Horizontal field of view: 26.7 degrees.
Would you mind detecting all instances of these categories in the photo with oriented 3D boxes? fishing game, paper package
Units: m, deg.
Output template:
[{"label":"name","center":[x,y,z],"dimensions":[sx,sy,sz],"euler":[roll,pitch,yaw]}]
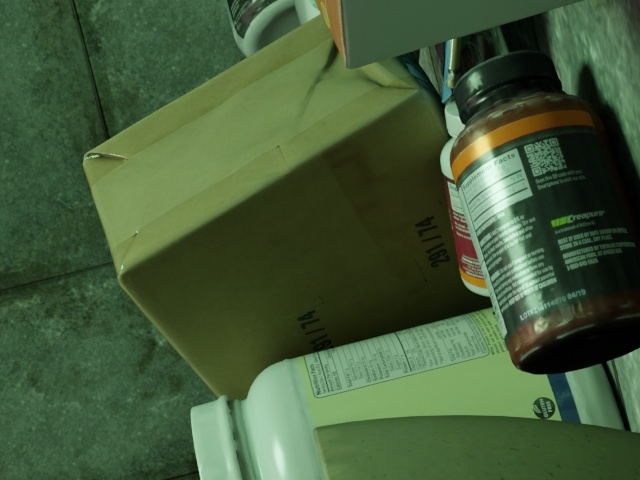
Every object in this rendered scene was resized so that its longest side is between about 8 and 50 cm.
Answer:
[{"label":"fishing game","center":[0.113,-0.197,1.016],"dimensions":[0.264,0.041,0.189],"euler":[-44,-42,-83]},{"label":"paper package","center":[0.000,0.000,1.209],"dimensions":[0.325,0.309,0.168],"euler":[55,-174,-42]}]

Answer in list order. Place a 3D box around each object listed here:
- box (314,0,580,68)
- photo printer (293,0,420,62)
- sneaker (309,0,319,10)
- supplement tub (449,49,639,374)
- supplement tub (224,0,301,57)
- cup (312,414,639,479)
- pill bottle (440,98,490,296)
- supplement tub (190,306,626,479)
[{"label":"box","center":[0.029,-0.305,0.768],"dimensions":[0.215,0.168,0.345],"euler":[82,168,-52]},{"label":"photo printer","center":[0.018,-0.285,1.303],"dimensions":[0.256,0.107,0.307],"euler":[81,175,-61]},{"label":"sneaker","center":[0.038,-0.310,1.066],"dimensions":[0.110,0.122,0.283],"euler":[-112,22,-85]},{"label":"supplement tub","center":[0.146,-0.021,0.867],"dimensions":[0.106,0.106,0.198],"euler":[83,173,-69]},{"label":"supplement tub","center":[-0.037,-0.390,1.628],"dimensions":[0.207,0.207,0.338],"euler":[82,174,-67]},{"label":"cup","center":[0.149,0.230,0.705],"dimensions":[0.331,0.237,0.331],"euler":[166,90,-87]},{"label":"pill bottle","center":[0.142,-0.039,1.061],"dimensions":[0.086,0.086,0.152],"euler":[-110,7,-66]},{"label":"supplement tub","center":[0.074,0.193,1.116],"dimensions":[0.235,0.325,0.235],"euler":[165,90,-87]}]
